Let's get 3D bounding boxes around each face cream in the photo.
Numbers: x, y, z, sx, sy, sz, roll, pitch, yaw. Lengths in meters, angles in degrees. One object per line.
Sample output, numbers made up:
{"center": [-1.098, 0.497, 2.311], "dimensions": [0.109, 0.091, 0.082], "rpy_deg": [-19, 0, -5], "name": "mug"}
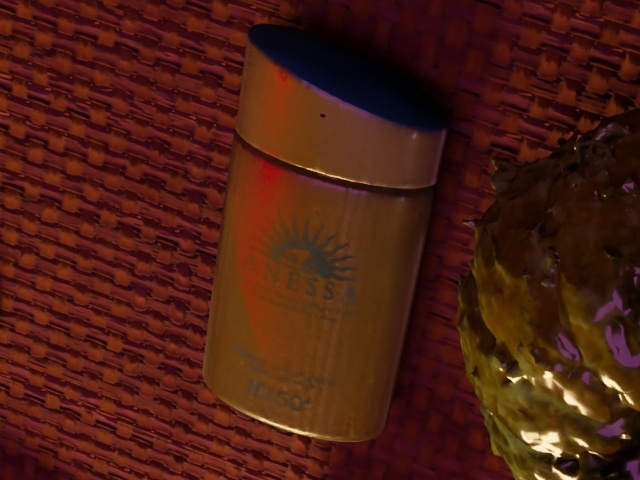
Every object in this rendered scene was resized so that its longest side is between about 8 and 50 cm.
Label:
{"center": [0.000, 0.000, 1.150], "dimensions": [0.139, 0.067, 0.285], "rpy_deg": [17, 124, 11], "name": "face cream"}

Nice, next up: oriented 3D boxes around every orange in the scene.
{"center": [0.223, 0.056, 0.997], "dimensions": [0.301, 0.223, 0.300], "rpy_deg": [11, 127, 24], "name": "orange"}
